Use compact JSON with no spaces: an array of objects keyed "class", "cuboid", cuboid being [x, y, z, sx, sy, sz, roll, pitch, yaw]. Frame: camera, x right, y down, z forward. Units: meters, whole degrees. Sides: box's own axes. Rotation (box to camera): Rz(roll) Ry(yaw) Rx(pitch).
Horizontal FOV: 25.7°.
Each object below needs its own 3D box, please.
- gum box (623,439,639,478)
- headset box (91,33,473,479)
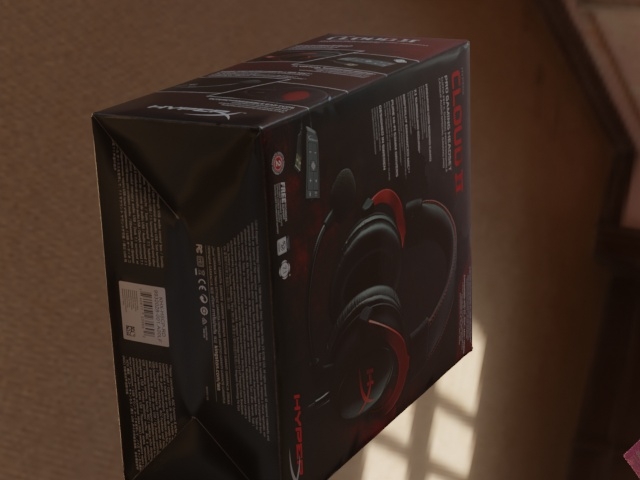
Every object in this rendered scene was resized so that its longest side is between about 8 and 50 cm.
[{"class":"gum box","cuboid":[0.398,0.249,1.375,0.062,0.188,0.107,22,116,-43]},{"class":"headset box","cuboid":[0.000,0.000,0.847,0.293,0.110,0.218,-30,122,-57]}]
